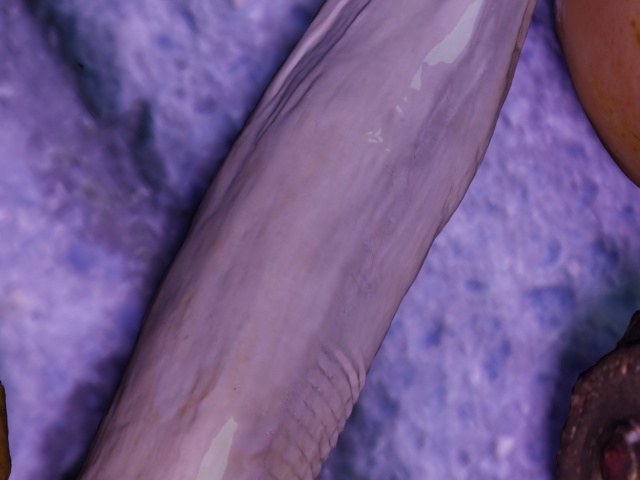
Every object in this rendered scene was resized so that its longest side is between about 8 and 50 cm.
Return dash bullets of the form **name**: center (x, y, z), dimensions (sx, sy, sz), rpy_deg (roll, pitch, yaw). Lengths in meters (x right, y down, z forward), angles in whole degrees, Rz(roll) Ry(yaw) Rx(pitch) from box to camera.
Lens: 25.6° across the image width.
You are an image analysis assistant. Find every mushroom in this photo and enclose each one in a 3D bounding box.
- **mushroom**: center (0.000, 0.000, 0.536), dimensions (0.095, 0.123, 0.351), rpy_deg (28, 70, -5)

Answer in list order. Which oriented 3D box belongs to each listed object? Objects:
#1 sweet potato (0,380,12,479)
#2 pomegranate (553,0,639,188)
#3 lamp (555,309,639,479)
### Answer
- **sweet potato**: center (-0.141, 0.061, 0.477), dimensions (0.067, 0.067, 0.274), rpy_deg (-6, 74, -31)
- **pomegranate**: center (0.238, -0.100, 0.635), dimensions (0.252, 0.229, 0.270), rpy_deg (3, 84, -19)
- **lamp**: center (0.233, 0.117, 0.616), dimensions (0.274, 0.177, 0.177), rpy_deg (13, 71, -28)
